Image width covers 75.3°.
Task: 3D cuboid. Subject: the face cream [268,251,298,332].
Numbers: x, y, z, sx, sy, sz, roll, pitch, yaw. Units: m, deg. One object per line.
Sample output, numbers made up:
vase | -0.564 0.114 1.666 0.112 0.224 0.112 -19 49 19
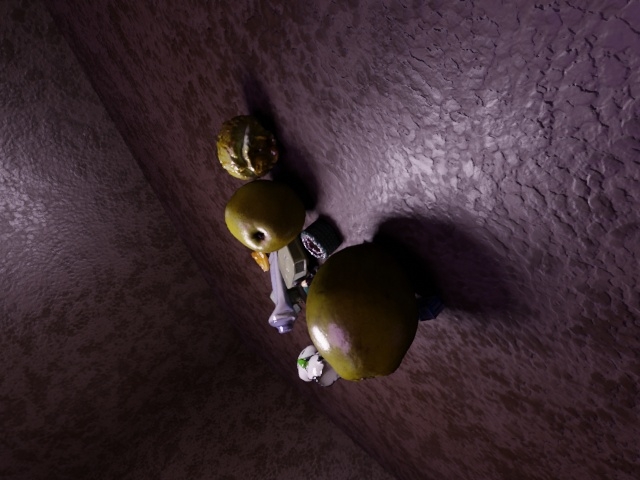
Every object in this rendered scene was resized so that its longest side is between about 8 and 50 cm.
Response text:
face cream | -0.207 0.237 2.007 0.235 0.137 0.421 115 145 -63

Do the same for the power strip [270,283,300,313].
power strip | -0.191 0.335 2.312 0.194 0.059 0.265 47 153 9

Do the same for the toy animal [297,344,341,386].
toy animal | -0.028 0.711 2.373 0.266 0.212 0.213 8 131 47

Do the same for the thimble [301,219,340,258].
thimble | -0.002 -0.001 1.532 0.135 0.090 0.118 51 157 -4

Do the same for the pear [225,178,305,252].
pear | -0.199 -0.089 1.508 0.294 0.294 0.294 38 151 25

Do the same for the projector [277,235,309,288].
projector | -0.116 0.103 1.803 0.270 0.088 0.194 108 141 -60

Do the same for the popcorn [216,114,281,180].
popcorn | -0.253 -0.313 1.420 0.183 0.204 0.221 24 156 43

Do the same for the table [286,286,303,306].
table | -0.131 0.277 2.098 0.083 0.062 0.079 -112 2 -54

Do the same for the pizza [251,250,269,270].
pizza | -0.321 0.091 2.229 0.130 0.041 0.178 18 139 45

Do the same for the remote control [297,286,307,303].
remote control | -0.076 0.267 2.057 0.073 0.044 0.229 59 173 48

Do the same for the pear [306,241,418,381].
pear | 0.116 0.209 1.266 0.352 0.351 0.414 120 150 -63

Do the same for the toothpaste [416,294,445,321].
toothpaste | 0.297 0.230 1.373 0.053 0.066 0.272 52 154 -3

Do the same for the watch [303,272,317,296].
watch | 0.004 0.234 1.865 0.195 0.068 0.237 50 158 8

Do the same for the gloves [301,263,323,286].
gloves | 0.005 0.170 1.699 0.106 0.129 0.180 50 155 -4
